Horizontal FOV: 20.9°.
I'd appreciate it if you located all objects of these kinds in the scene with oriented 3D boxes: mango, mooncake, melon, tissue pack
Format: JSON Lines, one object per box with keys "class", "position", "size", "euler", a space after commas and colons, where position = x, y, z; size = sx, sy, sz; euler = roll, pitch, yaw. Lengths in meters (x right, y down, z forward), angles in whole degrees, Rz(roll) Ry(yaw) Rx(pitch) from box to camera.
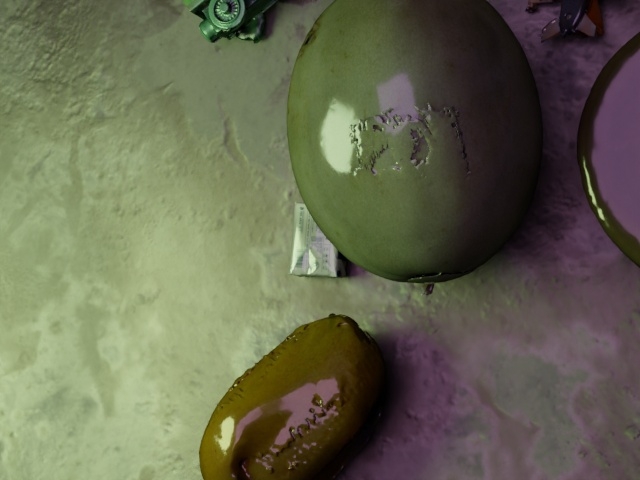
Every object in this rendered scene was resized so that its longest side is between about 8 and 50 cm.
{"class": "mango", "position": [-0.032, 0.189, 1.877], "size": [0.249, 0.156, 0.151], "euler": [-53, 36, 9]}
{"class": "mooncake", "position": [0.408, -0.085, 1.752], "size": [0.284, 0.155, 0.284], "euler": [-1, 85, 17]}
{"class": "melon", "position": [0.098, -0.108, 1.802], "size": [0.268, 0.268, 0.330], "euler": [-3, 91, 19]}
{"class": "tissue pack", "position": [0.000, 0.000, 1.940], "size": [0.062, 0.042, 0.083], "euler": [2, 85, 21]}

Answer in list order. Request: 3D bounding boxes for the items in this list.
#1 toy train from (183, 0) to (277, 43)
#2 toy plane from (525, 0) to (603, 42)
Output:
{"class": "toy train", "position": [-0.073, -0.318, 1.980], "size": [0.200, 0.083, 0.132], "euler": [-37, 71, 11]}
{"class": "toy plane", "position": [0.284, -0.302, 1.867], "size": [0.135, 0.062, 0.188], "euler": [3, 82, 45]}
